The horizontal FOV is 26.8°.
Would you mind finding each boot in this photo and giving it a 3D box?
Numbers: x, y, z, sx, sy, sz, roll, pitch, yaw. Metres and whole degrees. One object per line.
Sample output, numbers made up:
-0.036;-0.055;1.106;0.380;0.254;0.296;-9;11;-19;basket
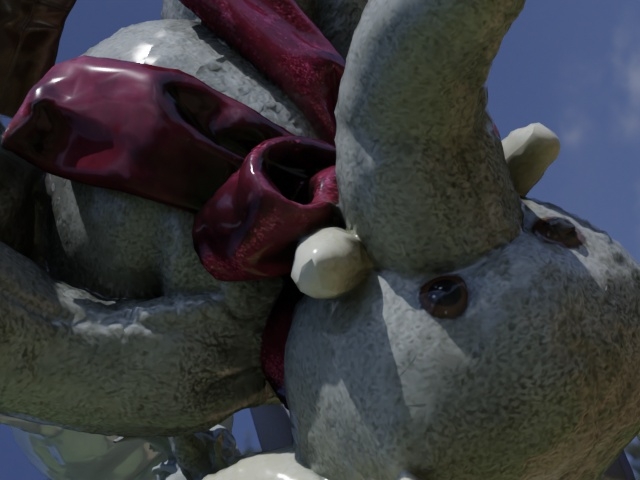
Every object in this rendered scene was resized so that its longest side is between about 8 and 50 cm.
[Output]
-0.189;-0.124;0.741;0.106;0.037;0.114;18;-70;-20;boot

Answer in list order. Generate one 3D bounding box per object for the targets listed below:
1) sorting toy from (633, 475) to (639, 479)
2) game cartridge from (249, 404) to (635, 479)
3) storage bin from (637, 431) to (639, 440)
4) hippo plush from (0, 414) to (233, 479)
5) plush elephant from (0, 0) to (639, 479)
0.230;0.119;0.786;0.075;0.045;0.083;35;-108;-41;sorting toy
0.039;0.041;0.878;0.068;0.355;0.230;13;-40;-46;game cartridge
0.419;0.112;1.234;0.262;0.123;0.260;-51;-36;-7;storage bin
-0.084;0.133;0.803;0.234;0.294;0.236;-11;-77;-5;hippo plush
0.000;0.000;0.448;0.272;0.255;0.330;-31;-65;-38;plush elephant
